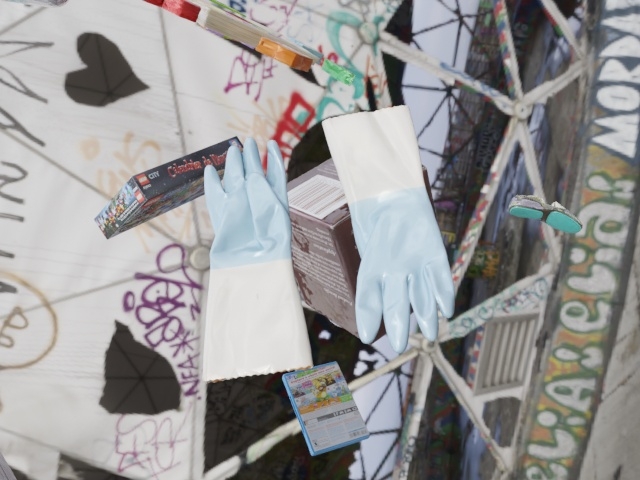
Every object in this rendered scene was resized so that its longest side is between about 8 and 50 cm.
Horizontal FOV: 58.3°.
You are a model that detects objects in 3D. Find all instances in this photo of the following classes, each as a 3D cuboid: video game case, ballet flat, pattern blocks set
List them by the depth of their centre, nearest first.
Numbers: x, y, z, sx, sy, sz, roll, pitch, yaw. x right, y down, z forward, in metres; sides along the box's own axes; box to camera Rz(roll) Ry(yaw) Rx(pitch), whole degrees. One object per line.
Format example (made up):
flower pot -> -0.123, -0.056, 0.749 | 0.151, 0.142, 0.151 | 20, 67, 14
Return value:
pattern blocks set -> -0.105, -0.280, 0.759 | 0.026, 0.325, 0.285 | -63, 32, 20
ballet flat -> 0.350, -0.047, 0.888 | 0.041, 0.115, 0.041 | 18, -90, -85
video game case -> 0.009, 0.318, 1.104 | 0.015, 0.119, 0.166 | 106, 146, -45

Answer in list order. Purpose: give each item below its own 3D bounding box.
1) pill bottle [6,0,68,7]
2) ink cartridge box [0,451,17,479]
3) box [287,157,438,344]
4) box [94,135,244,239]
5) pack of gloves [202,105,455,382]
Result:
pill bottle -> -0.379, -0.315, 0.543 | 0.146, 0.264, 0.146 | -175, 90, -81
ink cartridge box -> -0.344, 0.195, 0.443 | 0.151, 0.395, 0.269 | -32, -33, -27
box -> 0.056, 0.000, 0.825 | 0.167, 0.169, 0.203 | -34, -56, -23
box -> -0.249, -0.092, 0.975 | 0.159, 0.044, 0.233 | -30, 3, 44
pack of gloves -> 0.000, 0.000, 0.487 | 0.046, 0.195, 0.231 | 73, -171, -59
